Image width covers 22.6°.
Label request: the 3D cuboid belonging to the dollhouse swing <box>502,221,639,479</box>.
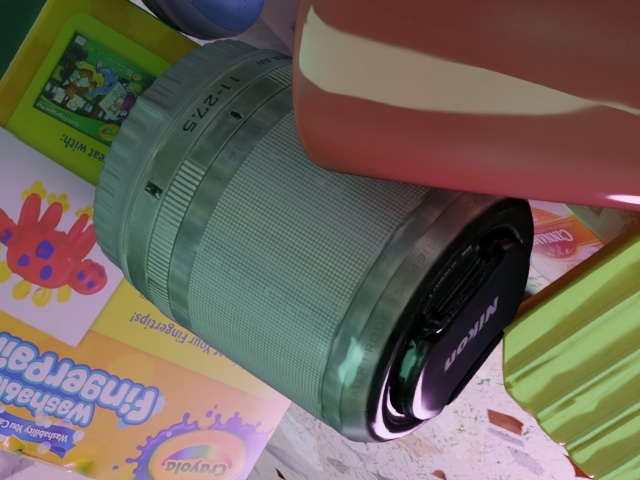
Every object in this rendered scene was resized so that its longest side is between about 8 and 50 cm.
[{"bbox_3d":[0.310,0.134,1.085,0.347,0.305,0.315,46,-164,-11],"label":"dollhouse swing"}]

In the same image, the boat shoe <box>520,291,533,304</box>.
[{"bbox_3d":[0.146,0.054,1.590,0.152,0.056,0.049,32,152,13],"label":"boat shoe"}]

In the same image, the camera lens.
[{"bbox_3d":[0.000,0.000,1.173,0.274,0.219,0.219,32,157,24],"label":"camera lens"}]

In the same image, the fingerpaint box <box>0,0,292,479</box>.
[{"bbox_3d":[-0.182,0.001,1.366,0.445,0.371,0.163,27,-176,-45],"label":"fingerpaint box"}]

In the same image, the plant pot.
[{"bbox_3d":[0.147,-0.140,0.975,0.243,0.275,0.275,19,153,17],"label":"plant pot"}]

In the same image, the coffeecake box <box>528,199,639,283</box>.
[{"bbox_3d":[0.227,0.004,1.271,0.185,0.068,0.142,43,164,-11],"label":"coffeecake box"}]

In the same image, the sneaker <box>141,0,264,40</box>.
[{"bbox_3d":[-0.046,-0.236,1.227,0.208,0.127,0.319,29,157,23],"label":"sneaker"}]
